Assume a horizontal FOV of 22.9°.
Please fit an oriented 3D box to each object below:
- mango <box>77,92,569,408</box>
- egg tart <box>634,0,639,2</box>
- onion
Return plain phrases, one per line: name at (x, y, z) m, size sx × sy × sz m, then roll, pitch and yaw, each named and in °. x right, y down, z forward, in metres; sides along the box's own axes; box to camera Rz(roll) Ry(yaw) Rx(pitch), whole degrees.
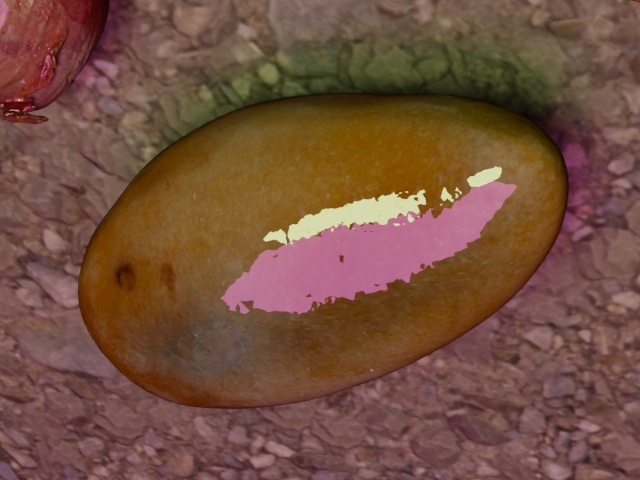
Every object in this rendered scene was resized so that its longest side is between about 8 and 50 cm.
mango at (0.000, 0.000, 1.101) m, size 0.384 × 0.199 × 0.221 m, roll -22°, pitch 120°, yaw 30°
egg tart at (0.269, -0.240, 0.811) m, size 0.315 × 0.315 × 0.120 m, roll -38°, pitch 72°, yaw 38°
onion at (-0.205, -0.183, 1.046) m, size 0.159 × 0.159 × 0.195 m, roll 30°, pitch 108°, yaw -11°
